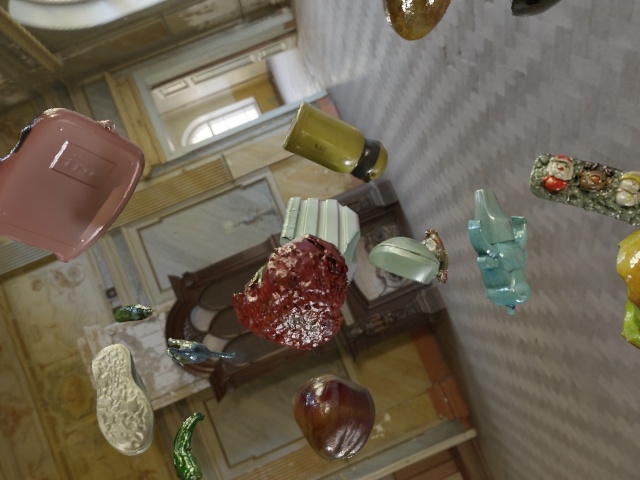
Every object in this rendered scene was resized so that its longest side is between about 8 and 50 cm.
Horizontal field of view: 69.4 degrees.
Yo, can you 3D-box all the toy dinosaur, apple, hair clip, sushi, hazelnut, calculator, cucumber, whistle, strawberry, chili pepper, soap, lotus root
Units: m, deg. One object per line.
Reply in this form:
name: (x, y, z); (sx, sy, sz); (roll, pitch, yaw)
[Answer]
toy dinosaur: (-0.409, 0.357, 1.477); (0.363, 0.147, 0.077); (38, -125, -66)
apple: (0.627, 0.080, 0.808); (0.226, 0.246, 0.246); (-63, -44, -59)
hair clip: (0.681, -0.131, 1.115); (0.091, 0.321, 0.139); (61, -132, -70)
sushi: (0.445, 0.068, 1.783); (0.097, 0.103, 0.226); (6, 118, 66)
hazelnut: (0.031, 0.455, 1.198); (0.251, 0.217, 0.217); (62, -178, -58)
calculator: (-0.472, -0.091, 0.850); (0.220, 0.330, 0.048); (28, -156, -39)
cucumber: (-0.394, 0.152, 0.967); (0.037, 0.155, 0.037); (17, -113, -45)
whistle: (0.383, 0.023, 0.997); (0.093, 0.186, 0.274); (-18, 81, 52)
strawberry: (-0.041, 0.122, 1.000); (0.220, 0.274, 0.274); (47, 176, 2)
chili pepper: (-0.325, 0.517, 1.142); (0.050, 0.073, 0.182); (47, -164, -38)
soap: (0.000, 0.000, 1.574); (0.446, 0.261, 0.156); (-89, 4, -65)
lotus root: (0.278, -0.671, 1.309); (0.180, 0.199, 0.188); (64, -158, -51)

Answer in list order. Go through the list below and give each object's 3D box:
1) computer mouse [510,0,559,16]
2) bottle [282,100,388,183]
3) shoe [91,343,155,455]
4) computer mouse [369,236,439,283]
computer mouse: (0.511, -0.568, 0.943); (0.087, 0.295, 0.168); (49, 170, 21)
bottle: (0.061, -0.315, 1.557); (0.351, 0.172, 0.171); (23, -171, -13)
shoe: (-0.498, 0.427, 1.192); (0.316, 0.124, 0.159); (55, 153, 38)
computer mouse: (0.209, 0.042, 1.164); (0.288, 0.159, 0.097); (8, -81, -88)
